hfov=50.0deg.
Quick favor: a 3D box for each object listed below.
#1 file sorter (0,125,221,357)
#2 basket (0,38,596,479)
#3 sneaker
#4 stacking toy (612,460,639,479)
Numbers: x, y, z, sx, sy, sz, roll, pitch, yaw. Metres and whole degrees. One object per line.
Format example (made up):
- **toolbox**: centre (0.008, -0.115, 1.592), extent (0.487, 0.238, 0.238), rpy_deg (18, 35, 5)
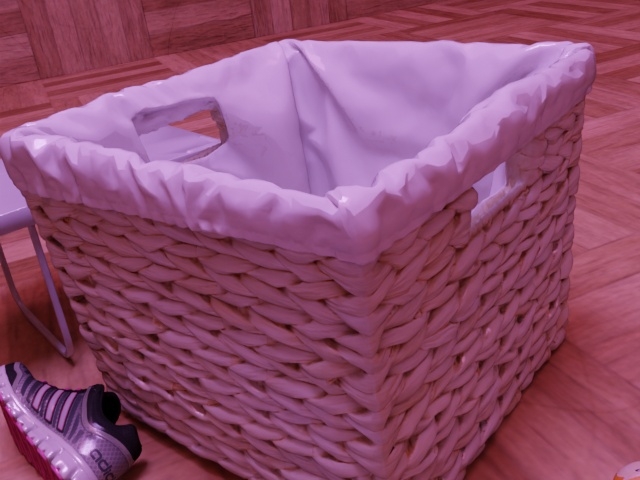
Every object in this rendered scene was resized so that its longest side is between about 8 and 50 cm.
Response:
- **file sorter**: centre (-0.250, -0.001, 0.721), extent (0.278, 0.173, 0.193), rpy_deg (-25, 30, -32)
- **basket**: centre (0.000, 0.000, 0.552), extent (0.331, 0.266, 0.328), rpy_deg (14, 34, 35)
- **sneaker**: centre (-0.201, 0.142, 0.549), extent (0.075, 0.063, 0.170), rpy_deg (-28, 38, -35)
- **stacking toy**: centre (0.191, 0.181, 0.307), extent (0.175, 0.165, 0.302), rpy_deg (-6, 11, 11)
